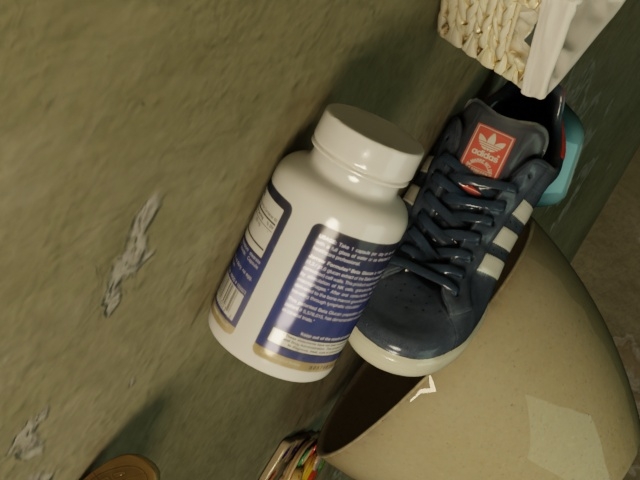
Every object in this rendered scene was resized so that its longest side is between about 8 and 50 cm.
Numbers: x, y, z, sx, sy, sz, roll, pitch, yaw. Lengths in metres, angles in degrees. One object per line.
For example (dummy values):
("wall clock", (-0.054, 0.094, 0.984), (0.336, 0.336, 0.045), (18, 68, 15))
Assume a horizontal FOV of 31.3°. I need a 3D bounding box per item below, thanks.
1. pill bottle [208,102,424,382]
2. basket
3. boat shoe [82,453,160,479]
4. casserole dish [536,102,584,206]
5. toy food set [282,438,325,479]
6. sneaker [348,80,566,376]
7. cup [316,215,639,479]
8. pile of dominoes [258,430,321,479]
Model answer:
("pill bottle", (0.000, 0.000, 0.747), (0.169, 0.094, 0.094), (-63, 163, 20))
("basket", (0.173, -0.208, 0.851), (0.167, 0.103, 0.113), (-50, 162, -28))
("boat shoe", (-0.149, 0.192, 0.762), (0.135, 0.050, 0.045), (-51, 169, 14))
("casserole dish", (0.244, -0.101, 1.233), (0.188, 0.037, 0.114), (-91, -166, -69))
("toy food set", (-0.019, 0.253, 1.247), (0.082, 0.020, 0.083), (-60, 162, -18))
("sneaker", (0.127, -0.035, 1.014), (0.350, 0.131, 0.148), (-56, 169, -42))
("cup", (0.190, 0.174, 1.192), (0.331, 0.237, 0.331), (-47, -177, 3))
("pile of dominoes", (-0.059, 0.329, 1.290), (0.251, 0.040, 0.196), (-59, 164, 7))
